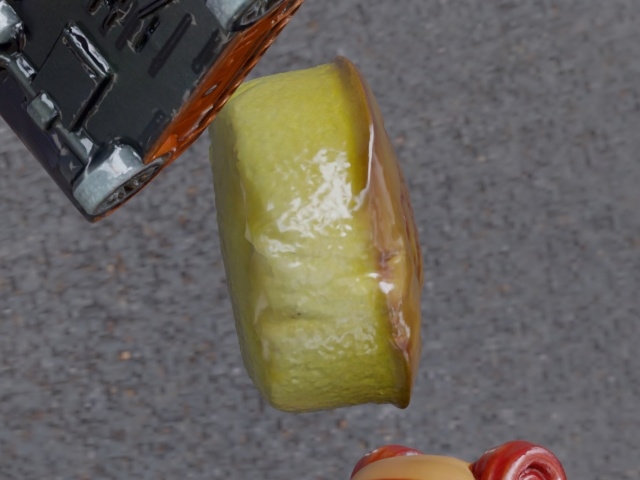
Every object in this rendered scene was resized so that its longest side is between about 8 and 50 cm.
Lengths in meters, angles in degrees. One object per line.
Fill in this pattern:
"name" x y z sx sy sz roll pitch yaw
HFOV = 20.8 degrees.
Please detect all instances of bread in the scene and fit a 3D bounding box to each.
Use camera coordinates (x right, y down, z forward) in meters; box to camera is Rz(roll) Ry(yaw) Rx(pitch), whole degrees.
"bread" 0.000 0.000 1.287 0.148 0.270 0.270 -10 89 -5

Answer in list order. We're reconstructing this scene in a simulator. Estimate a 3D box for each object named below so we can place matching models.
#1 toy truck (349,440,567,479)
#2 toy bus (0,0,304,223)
"toy truck" 0.101 0.283 1.296 0.265 0.189 0.239 41 59 -31
"toy bus" -0.085 -0.149 0.998 0.153 0.329 0.143 -36 84 -36
